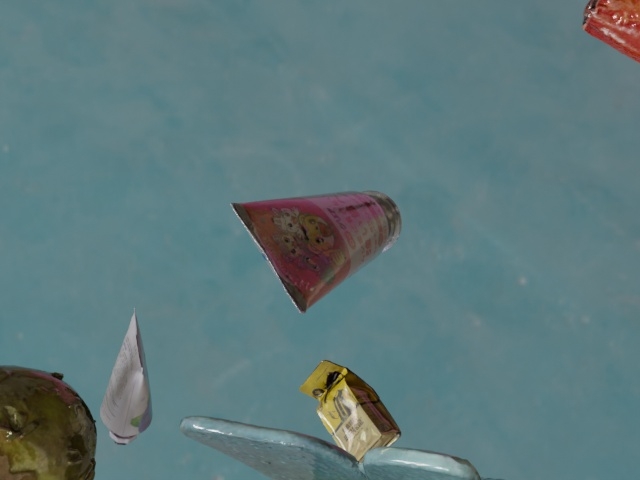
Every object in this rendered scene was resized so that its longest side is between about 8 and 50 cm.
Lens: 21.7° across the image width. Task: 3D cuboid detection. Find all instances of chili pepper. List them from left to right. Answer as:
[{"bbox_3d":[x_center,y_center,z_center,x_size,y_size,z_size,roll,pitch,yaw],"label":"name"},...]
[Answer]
[{"bbox_3d":[0.239,-0.142,1.101,0.123,0.070,0.073,28,36,8],"label":"chili pepper"}]

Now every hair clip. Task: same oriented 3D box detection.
[{"bbox_3d":[0.083,0.318,1.570,0.318,0.238,0.392,-3,-16,44],"label":"hair clip"}]

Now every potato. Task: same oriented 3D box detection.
[{"bbox_3d":[-0.355,0.213,1.560,0.298,0.141,0.176,-20,93,-8],"label":"potato"}]

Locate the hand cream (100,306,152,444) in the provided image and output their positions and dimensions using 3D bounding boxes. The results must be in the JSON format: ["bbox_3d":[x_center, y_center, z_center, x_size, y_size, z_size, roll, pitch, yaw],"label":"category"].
[{"bbox_3d":[-0.187,0.146,1.657,0.053,0.142,0.084,3,41,-16],"label":"hand cream"}]

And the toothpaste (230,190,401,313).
[{"bbox_3d":[0.000,0.000,1.218,0.089,0.057,0.234,56,21,6],"label":"toothpaste"}]

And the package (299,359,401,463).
[{"bbox_3d":[0.037,0.213,2.073,0.047,0.071,0.131,-9,53,-46],"label":"package"}]
